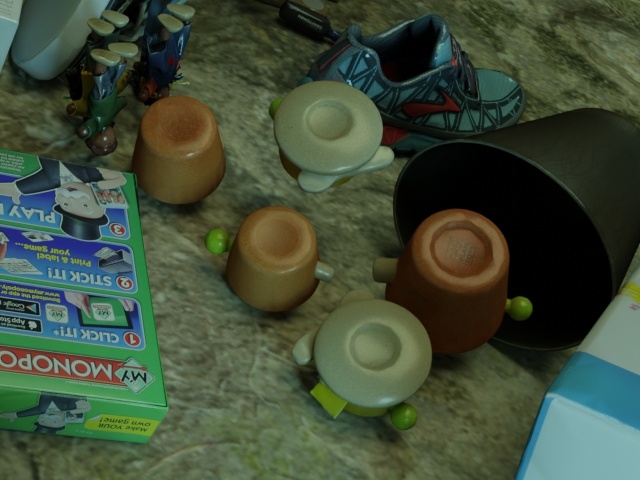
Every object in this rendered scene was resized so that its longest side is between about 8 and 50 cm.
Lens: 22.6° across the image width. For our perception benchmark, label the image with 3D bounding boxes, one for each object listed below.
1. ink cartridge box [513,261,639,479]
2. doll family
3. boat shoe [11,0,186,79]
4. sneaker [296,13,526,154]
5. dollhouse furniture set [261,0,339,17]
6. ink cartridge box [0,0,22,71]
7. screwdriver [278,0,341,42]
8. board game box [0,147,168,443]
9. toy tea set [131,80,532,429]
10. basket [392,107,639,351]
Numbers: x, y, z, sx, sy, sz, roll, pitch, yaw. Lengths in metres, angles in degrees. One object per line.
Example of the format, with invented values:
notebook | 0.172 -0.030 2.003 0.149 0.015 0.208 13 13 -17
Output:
ink cartridge box | 0.256 0.157 1.090 0.197 0.198 0.270 24 32 17
doll family | -0.151 -0.137 1.292 0.076 0.111 0.193 29 40 22
boat shoe | -0.173 -0.232 1.399 0.105 0.113 0.306 45 37 -28
sneaker | 0.104 -0.144 1.464 0.262 0.125 0.104 -5 47 -39
dollhouse furniture set | -0.006 -0.303 1.570 0.123 0.151 0.144 16 38 -19
ink cartridge box | -0.305 -0.225 1.329 0.115 0.067 0.198 16 36 -17
screwdriver | 0.034 -0.188 1.572 0.170 0.024 0.025 30 63 -9
board game box | -0.264 0.018 1.041 0.317 0.046 0.213 10 46 -26
toy tea set | 0.000 0.000 1.251 0.200 0.124 0.336 -35 69 -21
basket | 0.198 -0.027 1.365 0.204 0.154 0.227 39 32 14
